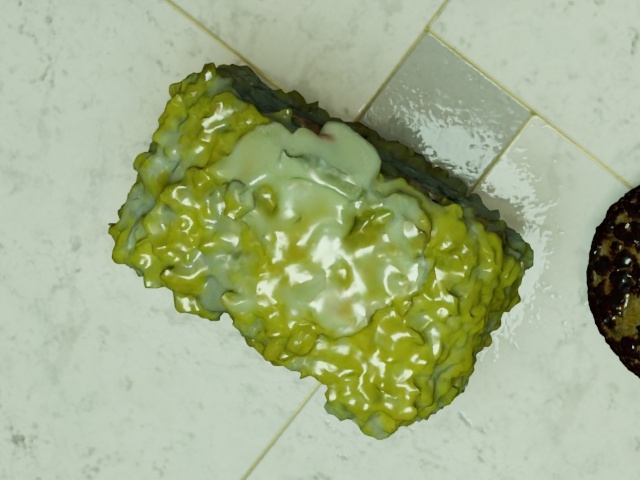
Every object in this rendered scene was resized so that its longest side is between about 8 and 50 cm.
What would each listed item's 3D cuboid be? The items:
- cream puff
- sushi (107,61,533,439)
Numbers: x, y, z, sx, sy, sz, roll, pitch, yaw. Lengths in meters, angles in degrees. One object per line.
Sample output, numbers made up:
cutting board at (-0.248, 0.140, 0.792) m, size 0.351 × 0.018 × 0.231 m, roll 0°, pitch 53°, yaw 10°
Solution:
cream puff at (0.388, 0.043, 1.307) m, size 0.239 × 0.165 × 0.239 m, roll 1°, pitch 93°, yaw 10°
sushi at (0.000, 0.000, 1.263) m, size 0.397 × 0.351 × 0.240 m, roll 30°, pitch 99°, yaw 6°
